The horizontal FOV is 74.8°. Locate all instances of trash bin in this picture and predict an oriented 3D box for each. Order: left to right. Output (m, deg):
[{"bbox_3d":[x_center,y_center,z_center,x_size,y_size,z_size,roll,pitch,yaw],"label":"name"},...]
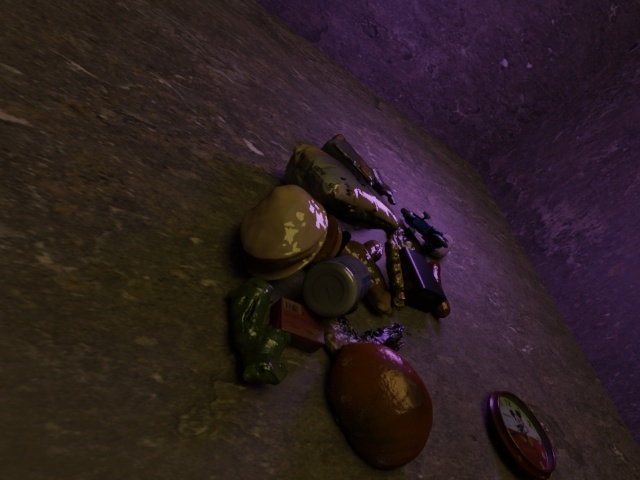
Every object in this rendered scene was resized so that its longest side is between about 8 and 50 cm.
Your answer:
[{"bbox_3d":[0.389,0.155,1.702,0.165,0.115,0.226,24,38,-34],"label":"trash bin"}]

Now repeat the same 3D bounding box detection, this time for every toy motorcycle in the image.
[{"bbox_3d":[0.492,-0.048,1.971,0.315,0.113,0.169,47,5,38],"label":"toy motorcycle"}]

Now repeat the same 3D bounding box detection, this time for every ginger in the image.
[{"bbox_3d":[-0.149,0.214,1.019,0.137,0.089,0.290,-15,52,-17],"label":"ginger"},{"bbox_3d":[0.125,0.067,1.479,0.363,0.122,0.348,35,25,-37],"label":"ginger"}]

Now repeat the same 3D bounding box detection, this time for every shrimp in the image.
[{"bbox_3d":[0.133,0.275,1.320,0.365,0.071,0.233,-9,57,-47],"label":"shrimp"}]

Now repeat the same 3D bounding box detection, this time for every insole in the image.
[{"bbox_3d":[0.046,0.030,1.401,0.053,0.153,0.002,39,8,7],"label":"insole"}]

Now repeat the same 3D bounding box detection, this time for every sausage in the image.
[{"bbox_3d":[0.494,0.200,1.807,0.103,0.076,0.302,34,35,-20],"label":"sausage"}]

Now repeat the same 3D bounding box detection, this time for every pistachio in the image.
[{"bbox_3d":[-0.107,-0.024,1.208,0.238,0.229,0.321,10,43,19],"label":"pistachio"}]

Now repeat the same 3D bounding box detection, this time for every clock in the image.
[{"bbox_3d":[0.729,0.710,1.540,0.318,0.080,0.318,30,32,-21],"label":"clock"}]

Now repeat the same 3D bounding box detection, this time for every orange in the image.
[{"bbox_3d":[0.167,0.438,1.117,0.274,0.274,0.310,-20,110,-56],"label":"orange"}]

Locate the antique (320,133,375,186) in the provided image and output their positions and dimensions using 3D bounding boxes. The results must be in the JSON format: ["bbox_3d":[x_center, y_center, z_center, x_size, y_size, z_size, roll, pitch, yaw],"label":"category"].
[{"bbox_3d":[0.122,-0.332,1.893,0.284,0.125,0.150,46,34,-2],"label":"antique"}]

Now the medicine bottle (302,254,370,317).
[{"bbox_3d":[0.062,0.127,1.257,0.157,0.157,0.288,53,16,9],"label":"medicine bottle"}]

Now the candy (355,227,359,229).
[{"bbox_3d":[0.191,-0.100,1.774,0.160,0.073,0.092,-9,64,-53],"label":"candy"}]

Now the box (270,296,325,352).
[{"bbox_3d":[-0.061,0.231,1.137,0.156,0.060,0.111,27,35,-27],"label":"box"}]

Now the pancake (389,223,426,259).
[{"bbox_3d":[0.403,0.016,1.922,0.242,0.050,0.242,30,35,-24],"label":"pancake"}]

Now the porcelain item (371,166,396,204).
[{"bbox_3d":[0.313,-0.263,2.095,0.216,0.069,0.081,56,29,14],"label":"porcelain item"}]

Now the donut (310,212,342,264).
[{"bbox_3d":[0.000,0.000,1.364,0.162,0.178,0.065,22,-10,38],"label":"donut"}]

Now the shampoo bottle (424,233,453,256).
[{"bbox_3d":[0.593,0.023,2.111,0.257,0.078,0.127,-16,70,-51],"label":"shampoo bottle"}]

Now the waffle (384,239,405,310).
[{"bbox_3d":[0.268,0.123,1.510,0.291,0.051,0.291,-9,90,-84],"label":"waffle"}]

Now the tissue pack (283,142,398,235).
[{"bbox_3d":[0.067,-0.168,1.526,0.390,0.195,0.375,23,17,-43],"label":"tissue pack"}]
